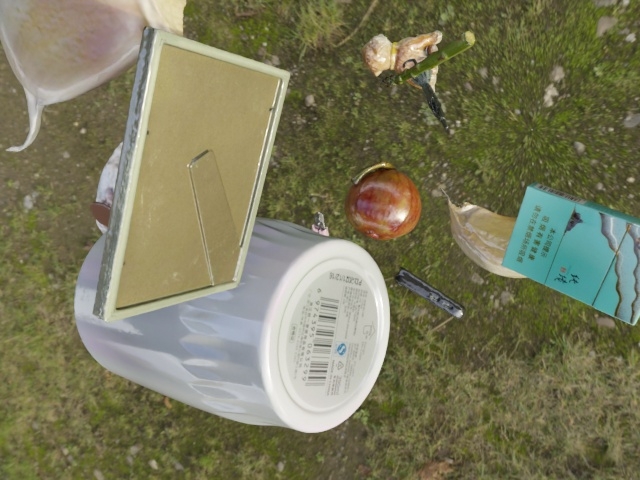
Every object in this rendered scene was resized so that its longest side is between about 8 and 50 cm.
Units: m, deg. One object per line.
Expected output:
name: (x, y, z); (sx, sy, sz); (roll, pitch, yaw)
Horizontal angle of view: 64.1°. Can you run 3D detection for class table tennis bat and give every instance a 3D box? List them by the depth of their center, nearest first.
table tennis bat: (-0.457, -0.034, 1.124); (0.087, 0.013, 0.156); (22, 148, 8)

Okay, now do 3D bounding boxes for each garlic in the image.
garlic: (-0.258, -0.208, 0.499); (0.266, 0.128, 0.148); (-24, 58, 34)
garlic: (0.459, -0.006, 1.335); (0.338, 0.151, 0.196); (12, 77, 6)

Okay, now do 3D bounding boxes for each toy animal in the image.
toy animal: (0.192, -0.416, 1.246); (0.185, 0.104, 0.184); (1, 91, -4)

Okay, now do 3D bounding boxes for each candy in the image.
candy: (-0.428, -0.110, 1.243); (0.157, 0.214, 0.289); (28, 114, 16)

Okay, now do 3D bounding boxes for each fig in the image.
fig: (0.158, -0.099, 1.279); (0.205, 0.205, 0.205); (5, 103, 22)

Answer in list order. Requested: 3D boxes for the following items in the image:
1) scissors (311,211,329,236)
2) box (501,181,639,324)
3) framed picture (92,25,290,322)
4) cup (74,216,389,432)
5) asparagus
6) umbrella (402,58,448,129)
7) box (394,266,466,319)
scissors: (0.000, 0.000, 0.856); (0.039, 0.012, 0.113); (16, 130, 20)
box: (0.433, 0.017, 0.845); (0.229, 0.041, 0.162); (29, 126, 33)
framed picture: (-0.094, -0.044, 0.398); (0.015, 0.150, 0.203); (24, 108, 27)
cup: (-0.118, 0.091, 0.650); (0.371, 0.253, 0.253); (6, 104, 42)
asparagus: (0.155, -0.270, 0.789); (0.025, 0.248, 0.024); (-35, 103, -16)
umbrella: (0.200, -0.280, 0.930); (0.044, 0.269, 0.044); (-22, 132, 9)
box: (0.174, 0.088, 0.825); (0.125, 0.126, 0.027); (33, 90, 10)
